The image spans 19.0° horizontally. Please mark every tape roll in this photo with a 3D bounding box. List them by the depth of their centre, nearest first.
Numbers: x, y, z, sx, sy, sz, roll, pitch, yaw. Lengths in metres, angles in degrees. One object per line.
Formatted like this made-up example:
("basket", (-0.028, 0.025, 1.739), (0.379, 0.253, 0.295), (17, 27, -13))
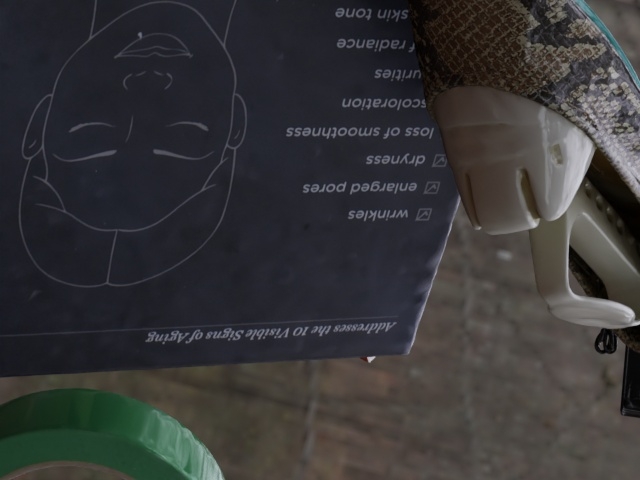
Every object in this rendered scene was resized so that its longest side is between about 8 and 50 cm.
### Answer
("tape roll", (-0.258, 0.310, 2.065), (0.077, 0.321, 0.321), (-85, -166, -59))

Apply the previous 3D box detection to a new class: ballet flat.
("ballet flat", (0.199, -0.045, 1.520), (0.164, 0.483, 0.182), (4, -117, 37))

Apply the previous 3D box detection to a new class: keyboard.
("keyboard", (0.330, 0.091, 1.925), (0.023, 0.108, 0.180), (112, -14, -69))

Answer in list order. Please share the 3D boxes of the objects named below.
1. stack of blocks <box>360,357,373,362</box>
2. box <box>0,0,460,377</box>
("stack of blocks", (0.000, 0.000, 2.458), (0.087, 0.171, 0.297), (-42, 137, -25))
("box", (-0.120, -0.151, 1.681), (0.297, 0.480, 0.472), (-121, -142, -48))
